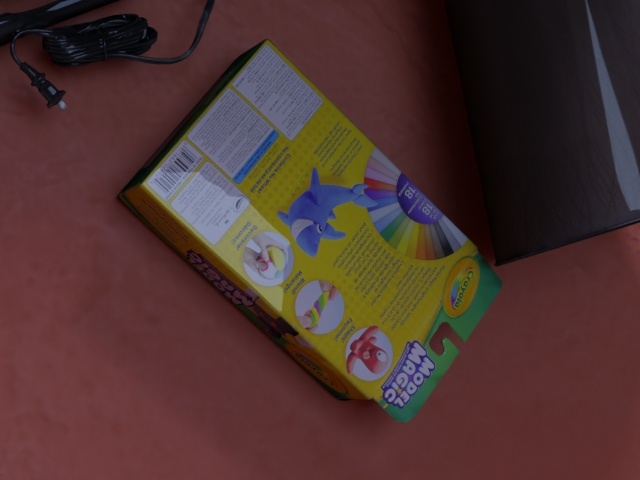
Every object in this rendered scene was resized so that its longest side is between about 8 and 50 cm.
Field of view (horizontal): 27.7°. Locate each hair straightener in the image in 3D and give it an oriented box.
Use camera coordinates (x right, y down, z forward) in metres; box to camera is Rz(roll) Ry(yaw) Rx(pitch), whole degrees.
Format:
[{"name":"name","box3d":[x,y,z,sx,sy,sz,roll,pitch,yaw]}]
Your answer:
[{"name":"hair straightener","box3d":[-0.159,-0.117,0.753,0.230,0.047,0.089,-17,91,-31]}]

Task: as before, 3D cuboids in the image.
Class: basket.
[{"name":"basket","box3d":[0.165,-0.116,0.848,0.204,0.154,0.226,-15,85,-40]}]

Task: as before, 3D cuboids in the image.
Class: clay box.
[{"name":"clay box","box3d":[0.000,0.000,0.802,0.222,0.053,0.127,45,67,-15]}]
